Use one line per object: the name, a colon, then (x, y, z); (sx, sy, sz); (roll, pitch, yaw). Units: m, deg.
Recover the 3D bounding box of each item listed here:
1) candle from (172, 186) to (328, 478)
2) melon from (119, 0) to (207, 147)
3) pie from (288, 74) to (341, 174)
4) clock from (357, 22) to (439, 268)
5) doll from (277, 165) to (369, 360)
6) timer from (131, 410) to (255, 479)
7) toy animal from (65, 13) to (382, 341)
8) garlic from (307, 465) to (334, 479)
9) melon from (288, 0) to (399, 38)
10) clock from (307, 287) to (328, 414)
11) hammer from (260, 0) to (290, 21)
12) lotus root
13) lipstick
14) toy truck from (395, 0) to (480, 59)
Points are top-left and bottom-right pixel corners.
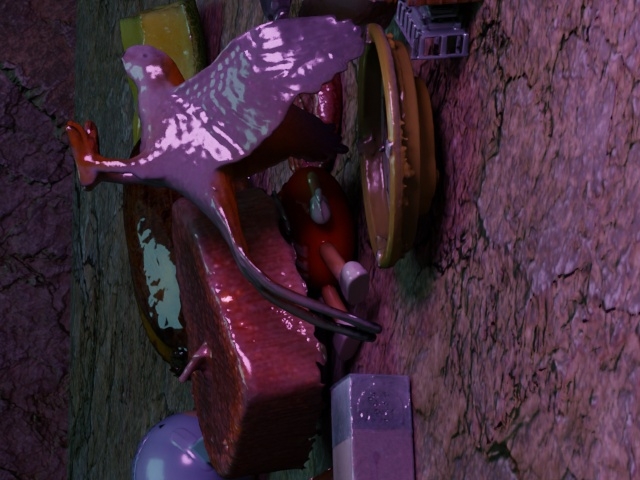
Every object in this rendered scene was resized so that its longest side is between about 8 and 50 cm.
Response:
candle: (-0.081, 0.117, 1.810); (0.287, 0.131, 0.317); (-138, 39, -66)
melon: (-0.235, -0.200, 2.621); (0.196, 0.124, 0.323); (-165, 75, -76)
pie: (-0.010, -0.140, 1.998); (0.154, 0.036, 0.154); (-177, 90, -74)
clock: (0.074, -0.090, 1.640); (0.237, 0.057, 0.237); (177, 90, -84)
doll: (0.000, 0.000, 1.844); (0.183, 0.085, 0.217); (92, 164, -53)
timer: (-0.127, 0.279, 2.173); (0.255, 0.175, 0.175); (-24, 60, 40)
toy animal: (-0.094, -0.047, 1.668); (0.225, 0.302, 0.284); (112, 160, -70)
garlic: (-0.033, 0.322, 1.889); (0.115, 0.128, 0.207); (65, 150, 11)
melon: (0.016, -0.229, 1.684); (0.139, 0.093, 0.202); (-49, -6, 23)
clock: (-0.029, 0.117, 1.964); (0.184, 0.040, 0.184); (175, 90, -77)
hammer: (-0.036, -0.412, 2.135); (0.137, 0.037, 0.289); (-120, 36, -59)
lotus root: (-0.170, 0.001, 2.256); (0.196, 0.179, 0.397); (122, 147, -54)
lipstick: (0.053, 0.288, 1.647); (0.068, 0.066, 0.317); (134, 136, -65)
toy truck: (0.093, -0.259, 1.606); (0.177, 0.080, 0.115); (-112, 20, -52)
